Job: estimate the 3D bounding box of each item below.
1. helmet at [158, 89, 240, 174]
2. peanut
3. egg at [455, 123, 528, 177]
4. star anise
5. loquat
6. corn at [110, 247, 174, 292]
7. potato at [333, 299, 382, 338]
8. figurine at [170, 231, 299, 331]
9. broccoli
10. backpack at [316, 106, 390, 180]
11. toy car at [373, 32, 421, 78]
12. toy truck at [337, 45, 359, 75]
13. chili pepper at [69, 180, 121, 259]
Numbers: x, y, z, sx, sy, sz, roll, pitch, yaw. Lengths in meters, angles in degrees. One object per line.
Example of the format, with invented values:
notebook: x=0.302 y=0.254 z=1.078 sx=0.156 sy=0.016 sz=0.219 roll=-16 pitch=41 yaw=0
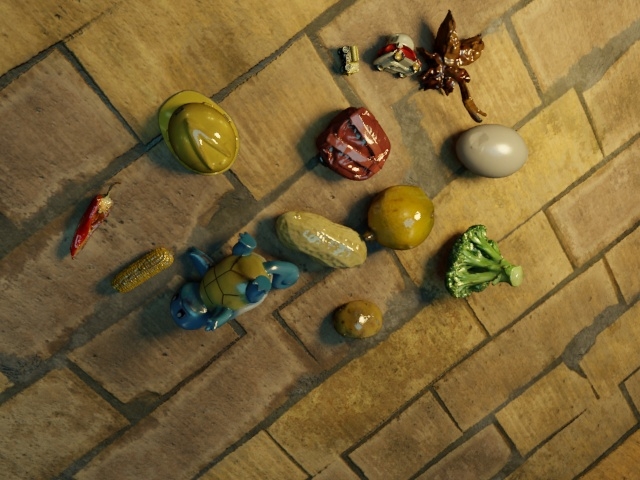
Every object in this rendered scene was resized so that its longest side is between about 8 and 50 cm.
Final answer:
helmet: x=-0.336 y=-0.293 z=1.268 sx=0.205 sy=0.140 sz=0.257 roll=-38 pitch=114 yaw=-2
peanut: x=0.000 y=0.000 z=1.437 sx=0.313 sy=0.152 sz=0.152 roll=22 pitch=98 yaw=-20
egg: x=0.559 y=-0.297 z=1.482 sx=0.232 sy=0.176 sz=0.176 roll=16 pitch=101 yaw=-13
star anise: x=0.428 y=-0.525 z=1.400 sx=0.238 sy=0.148 sz=0.346 roll=-24 pitch=100 yaw=-5
loquat: x=0.242 y=-0.064 z=1.452 sx=0.246 sy=0.213 sz=0.213 roll=-29 pitch=111 yaw=-9
corn: x=-0.536 y=0.088 z=1.357 sx=0.207 sy=0.068 sz=0.068 roll=-31 pitch=111 yaw=-2
potato: x=0.133 y=0.275 z=1.558 sx=0.176 sy=0.137 sz=0.137 roll=-15 pitch=109 yaw=-12
figurine: x=-0.267 y=0.124 z=1.376 sx=0.417 sy=0.243 sz=0.297 roll=-20 pitch=66 yaw=-12
broccoli: x=0.553 y=0.094 z=1.543 sx=0.254 sy=0.269 sz=0.269 roll=38 pitch=93 yaw=-34
backpack: x=0.111 y=-0.289 z=1.383 sx=0.230 sy=0.139 sz=0.229 roll=-4 pitch=106 yaw=-13
toy car: x=0.242 y=-0.569 z=1.367 sx=0.139 sy=0.112 sz=0.112 roll=12 pitch=86 yaw=-28
toy truck: x=0.087 y=-0.541 z=1.355 sx=0.054 sy=0.049 sz=0.083 roll=-13 pitch=107 yaw=-13
chili pepper: x=-0.657 y=-0.063 z=1.295 sx=0.051 sy=0.059 sz=0.267 roll=37 pitch=98 yaw=17
